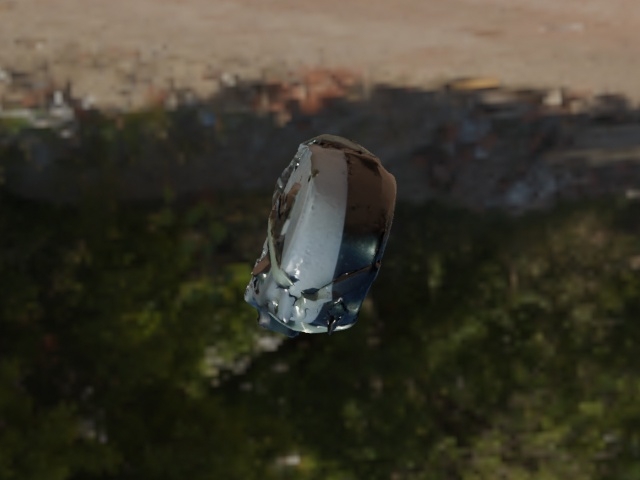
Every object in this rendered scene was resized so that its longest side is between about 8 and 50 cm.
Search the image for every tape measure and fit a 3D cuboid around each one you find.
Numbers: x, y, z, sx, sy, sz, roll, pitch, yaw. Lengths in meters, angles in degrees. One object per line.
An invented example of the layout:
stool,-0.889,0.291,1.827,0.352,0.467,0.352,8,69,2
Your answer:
tape measure,0.001,-0.001,0.804,0.054,0.091,0.094,17,170,-11
